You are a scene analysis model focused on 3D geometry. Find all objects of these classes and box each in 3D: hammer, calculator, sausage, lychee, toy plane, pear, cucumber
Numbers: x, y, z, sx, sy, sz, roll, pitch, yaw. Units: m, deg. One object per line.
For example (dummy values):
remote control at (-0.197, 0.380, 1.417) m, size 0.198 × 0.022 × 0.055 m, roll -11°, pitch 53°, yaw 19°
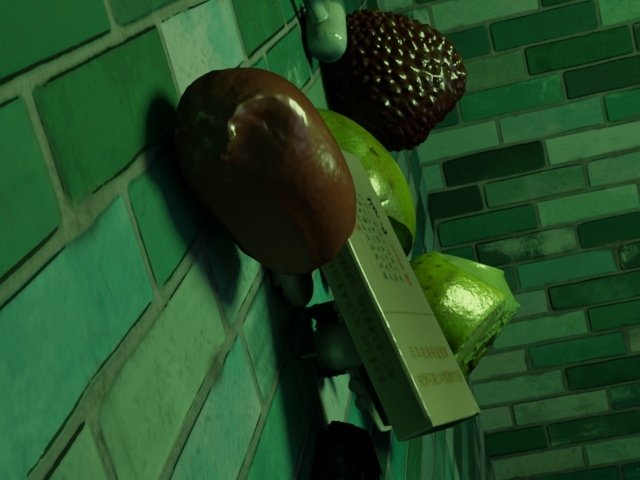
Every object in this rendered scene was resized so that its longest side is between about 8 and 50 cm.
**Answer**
hammer at (-0.013, -0.384, 1.779) m, size 0.194 × 0.069 × 0.116 m, roll 59°, pitch 23°, yaw -48°
calculator at (-0.042, -0.008, 1.289) m, size 0.100 × 0.032 × 0.175 m, roll 22°, pitch 56°, yaw -77°
sausage at (-0.047, -0.066, 1.038) m, size 0.254 × 0.148 × 0.148 m, roll 64°, pitch 18°, yaw -50°
lychee at (0.122, -0.296, 1.969) m, size 0.271 × 0.271 × 0.271 m, roll -12°, pitch 90°, yaw -80°
toy plane at (0.032, 0.125, 1.360) m, size 0.255 × 0.101 × 0.251 m, roll -15°, pitch 93°, yaw -76°
pear at (0.057, -0.091, 1.674) m, size 0.288 × 0.139 × 0.239 m, roll 61°, pitch 12°, yaw -62°
pear at (0.158, 0.137, 1.705) m, size 0.176 × 0.286 × 0.282 m, roll 36°, pitch 6°, yaw 17°
cucumber at (0.039, 0.293, 1.289) m, size 0.193 × 0.086 × 0.115 m, roll -95°, pitch 167°, yaw -64°

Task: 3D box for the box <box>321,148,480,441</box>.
box at (0.066, 0.052, 1.295) m, size 0.365 × 0.051 × 0.204 m, roll 66°, pitch 19°, yaw 14°
